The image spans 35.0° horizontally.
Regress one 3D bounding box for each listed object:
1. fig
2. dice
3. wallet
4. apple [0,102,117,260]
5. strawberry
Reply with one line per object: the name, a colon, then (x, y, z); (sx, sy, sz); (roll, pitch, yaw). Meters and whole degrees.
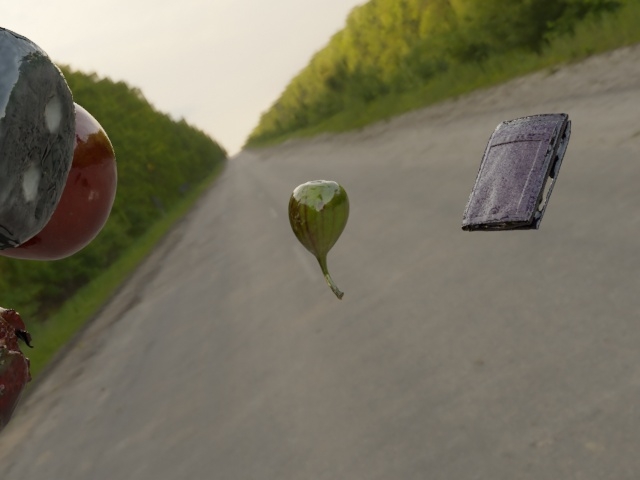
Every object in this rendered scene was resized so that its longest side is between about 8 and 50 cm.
fig: (-0.001, -0.007, 1.421); (0.093, 0.166, 0.093); (-2, -19, -1)
dice: (-0.362, -0.106, 1.025); (0.181, 0.182, 0.183); (81, -159, -69)
wallet: (0.240, -0.085, 1.262); (0.111, 0.030, 0.166); (-1, 56, 42)
apple: (-0.435, -0.095, 1.528); (0.260, 0.260, 0.217); (-35, -36, -32)
strawberry: (-0.551, 0.185, 1.445); (0.220, 0.274, 0.274); (1, 24, 33)
